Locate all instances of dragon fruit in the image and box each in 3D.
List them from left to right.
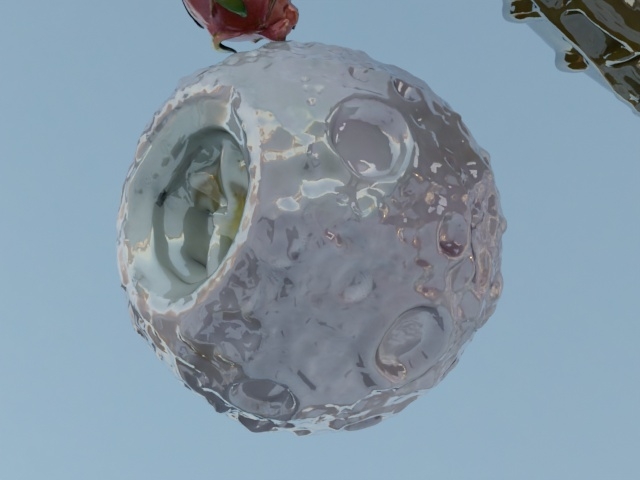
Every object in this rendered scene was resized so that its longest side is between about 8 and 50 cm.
[{"bbox_3d":[-0.062,-0.190,1.027,0.081,0.086,0.116,-29,-64,-5],"label":"dragon fruit"}]

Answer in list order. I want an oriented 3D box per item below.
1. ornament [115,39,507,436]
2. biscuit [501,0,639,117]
[{"bbox_3d":[0.000,0.000,0.959,0.225,0.259,0.259,16,-42,-40],"label":"ornament"},{"bbox_3d":[0.214,-0.174,0.839,0.332,0.103,0.332,34,-18,13],"label":"biscuit"}]
